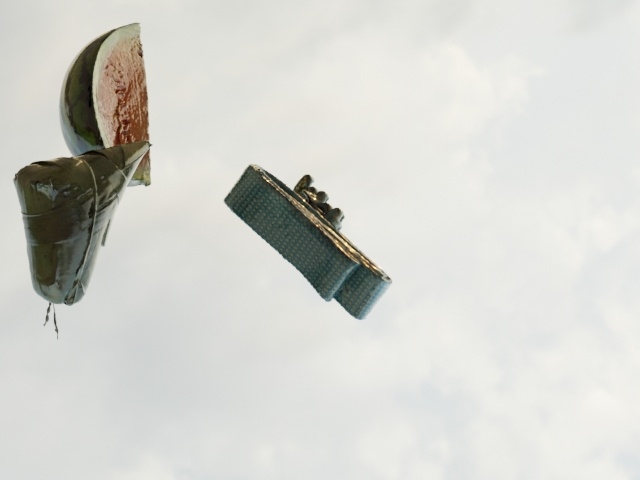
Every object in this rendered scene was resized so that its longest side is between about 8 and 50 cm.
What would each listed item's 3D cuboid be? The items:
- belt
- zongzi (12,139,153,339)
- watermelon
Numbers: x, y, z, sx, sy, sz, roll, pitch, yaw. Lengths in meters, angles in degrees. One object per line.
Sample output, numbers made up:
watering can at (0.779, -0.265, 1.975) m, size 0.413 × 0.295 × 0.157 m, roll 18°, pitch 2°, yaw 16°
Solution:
belt at (-0.003, 0.004, 1.142) m, size 0.065 × 0.100 × 0.179 m, roll -53°, pitch -125°, yaw 11°
zongzi at (-0.184, 0.001, 1.126) m, size 0.062 × 0.154 × 0.130 m, roll 9°, pitch -159°, yaw 44°
watermelon at (-0.208, -0.132, 1.273) m, size 0.087 × 0.069 × 0.163 m, roll -5°, pitch -99°, yaw -3°
